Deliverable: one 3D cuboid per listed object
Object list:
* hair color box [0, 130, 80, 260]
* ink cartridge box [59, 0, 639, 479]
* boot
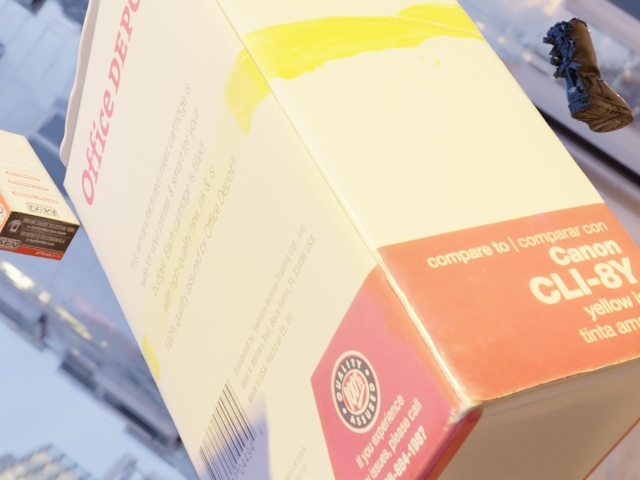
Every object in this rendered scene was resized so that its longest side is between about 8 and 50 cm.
[{"bbox_3d":[-0.271,-0.044,1.125,0.072,0.141,0.043,14,-63,-43],"label":"hair color box"},{"bbox_3d":[0.000,0.000,0.763,0.160,0.384,0.279,-12,-33,-30],"label":"ink cartridge box"},{"bbox_3d":[0.272,-0.166,1.308,0.045,0.099,0.121,-23,-20,32],"label":"boot"}]
